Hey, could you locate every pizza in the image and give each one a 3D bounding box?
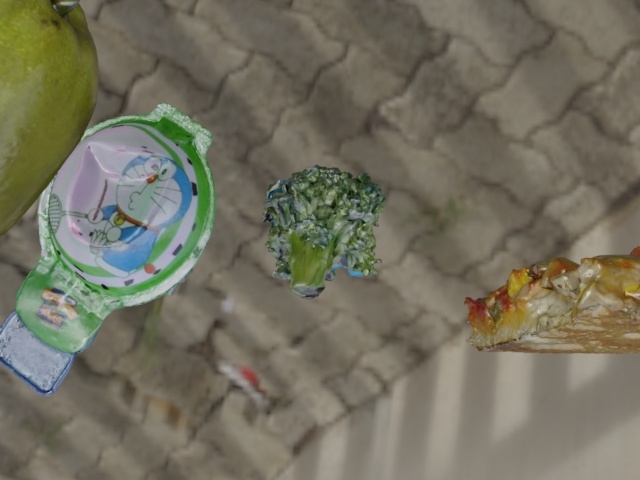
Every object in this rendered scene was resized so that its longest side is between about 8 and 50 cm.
[{"bbox_3d":[0.354,0.057,1.765,0.439,0.130,0.406,-2,170,15],"label":"pizza"}]

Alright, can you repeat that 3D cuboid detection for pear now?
[{"bbox_3d":[-0.322,-0.110,1.242,0.321,0.269,0.269,-32,126,11],"label":"pear"}]

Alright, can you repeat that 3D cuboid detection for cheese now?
[{"bbox_3d":[-0.223,0.006,1.636,0.204,0.320,0.083,34,180,22],"label":"cheese"}]

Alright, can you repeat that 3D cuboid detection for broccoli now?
[{"bbox_3d":[0.000,0.000,1.740,0.167,0.160,0.154,-7,141,27],"label":"broccoli"}]
